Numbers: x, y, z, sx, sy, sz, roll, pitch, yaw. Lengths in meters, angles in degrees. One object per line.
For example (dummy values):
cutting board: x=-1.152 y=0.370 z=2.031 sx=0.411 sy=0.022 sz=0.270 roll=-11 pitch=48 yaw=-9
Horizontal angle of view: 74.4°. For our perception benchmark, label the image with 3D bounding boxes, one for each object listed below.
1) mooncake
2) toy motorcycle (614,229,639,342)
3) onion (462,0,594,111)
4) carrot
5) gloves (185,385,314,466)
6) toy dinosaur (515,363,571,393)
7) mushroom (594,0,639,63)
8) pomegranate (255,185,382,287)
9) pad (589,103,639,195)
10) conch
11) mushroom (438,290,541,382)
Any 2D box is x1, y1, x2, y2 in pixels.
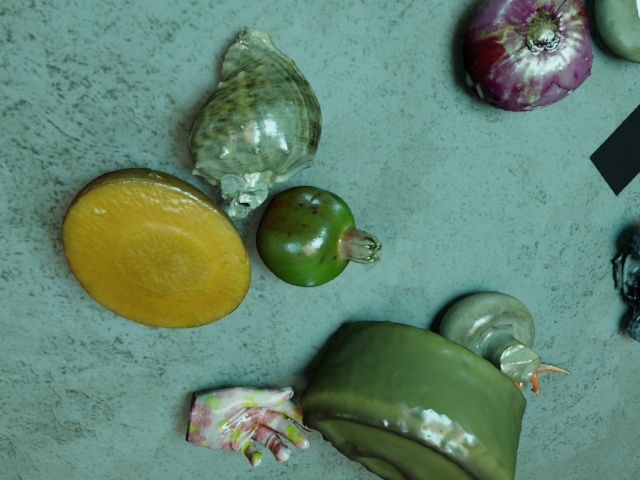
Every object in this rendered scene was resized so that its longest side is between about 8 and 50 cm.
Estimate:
mooncake: x=0.168 y=0.339 z=0.810 sx=0.394 sy=0.246 sz=0.393 roll=18 pitch=143 yaw=16
toy motorcycle: x=0.786 y=0.085 z=0.951 sx=0.188 sy=0.143 sz=0.327 roll=-22 pitch=117 yaw=-7
onion: x=0.334 y=-0.322 z=0.711 sx=0.200 sy=0.200 sz=0.207 roll=-27 pitch=123 yaw=-5
carrot: x=-0.254 y=0.022 z=0.687 sx=0.258 sy=0.100 sz=0.307 roll=-40 pitch=120 yaw=15
gloves: x=-0.131 y=0.347 z=0.819 sx=0.241 sy=0.126 sz=0.145 roll=9 pitch=79 yaw=-13
toy dinosaur: x=0.442 y=0.320 z=0.984 sx=0.279 sy=0.055 sz=0.101 roll=-9 pitch=98 yaw=-9
mushroom: x=0.620 y=-0.433 z=0.717 sx=0.243 sy=0.243 sz=0.244 roll=-4 pitch=106 yaw=-12
pomegranate: x=0.000 y=0.000 z=0.701 sx=0.180 sy=0.209 sz=0.180 roll=-34 pitch=133 yaw=-48
pad: x=0.679 y=-0.206 z=0.913 sx=0.127 sy=0.004 sz=0.190 roll=42 pitch=94 yaw=-20
conch: x=-0.093 y=-0.177 z=0.654 sx=0.210 sy=0.159 sz=0.291 roll=6 pitch=103 yaw=-14
mushroom: x=0.350 y=0.209 z=0.850 sx=0.204 sy=0.204 sz=0.204 roll=-4 pitch=106 yaw=-12
